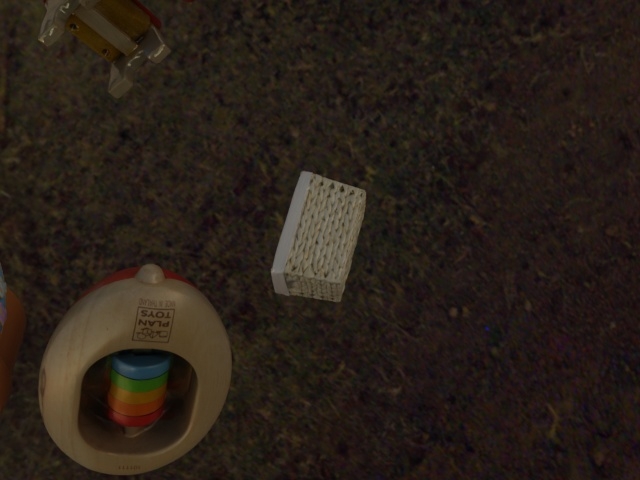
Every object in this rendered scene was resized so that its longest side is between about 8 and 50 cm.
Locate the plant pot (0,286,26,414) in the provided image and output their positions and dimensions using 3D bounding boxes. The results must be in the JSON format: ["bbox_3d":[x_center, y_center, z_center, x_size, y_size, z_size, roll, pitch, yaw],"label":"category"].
[{"bbox_3d":[-0.664,0.181,1.381,0.291,0.290,0.203,-16,34,24],"label":"plant pot"}]

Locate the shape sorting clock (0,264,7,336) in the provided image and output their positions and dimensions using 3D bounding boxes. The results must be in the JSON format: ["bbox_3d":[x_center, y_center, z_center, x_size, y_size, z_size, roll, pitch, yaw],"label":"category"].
[{"bbox_3d":[-0.541,0.082,1.217,0.041,0.206,0.206,-3,58,1],"label":"shape sorting clock"}]

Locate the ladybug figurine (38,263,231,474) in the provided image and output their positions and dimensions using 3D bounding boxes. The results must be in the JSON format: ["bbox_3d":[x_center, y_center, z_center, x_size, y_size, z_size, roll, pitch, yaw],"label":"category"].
[{"bbox_3d":[-0.306,0.207,1.300,0.161,0.305,0.449,-108,32,-50],"label":"ladybug figurine"}]

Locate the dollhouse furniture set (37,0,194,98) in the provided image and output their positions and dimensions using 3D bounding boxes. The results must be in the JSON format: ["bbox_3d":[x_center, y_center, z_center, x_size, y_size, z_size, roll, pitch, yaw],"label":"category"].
[{"bbox_3d":[-0.247,-0.328,0.666,0.201,0.374,0.152,-36,45,16],"label":"dollhouse furniture set"}]

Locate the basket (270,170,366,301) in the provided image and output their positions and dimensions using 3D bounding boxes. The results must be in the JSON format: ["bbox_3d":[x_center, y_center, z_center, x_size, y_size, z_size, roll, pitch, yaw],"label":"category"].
[{"bbox_3d":[0.000,0.000,1.147,0.103,0.113,0.167,15,70,6],"label":"basket"}]
